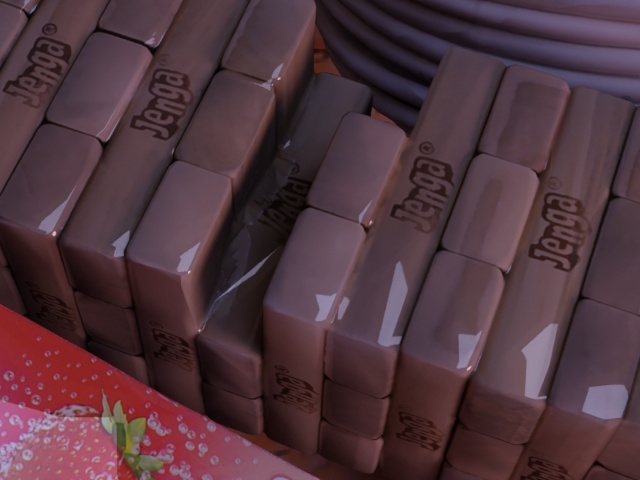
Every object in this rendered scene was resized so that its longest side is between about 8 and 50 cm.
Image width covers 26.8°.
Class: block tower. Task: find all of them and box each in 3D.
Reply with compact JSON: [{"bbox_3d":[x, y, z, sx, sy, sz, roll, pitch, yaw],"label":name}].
[{"bbox_3d":[0.000,0.000,0.360,0.335,0.091,0.097,19,62,8],"label":"block tower"}]

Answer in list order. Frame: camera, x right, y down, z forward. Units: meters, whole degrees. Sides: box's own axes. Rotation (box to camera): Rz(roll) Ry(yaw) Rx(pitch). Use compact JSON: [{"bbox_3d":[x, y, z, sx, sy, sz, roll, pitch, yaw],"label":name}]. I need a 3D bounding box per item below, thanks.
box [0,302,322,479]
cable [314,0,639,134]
[{"bbox_3d":[-0.147,0.063,0.320,0.257,0.122,0.128,31,62,-9],"label":"box"},{"bbox_3d":[0.121,-0.118,0.448,0.257,0.089,0.257,-33,47,-25],"label":"cable"}]
